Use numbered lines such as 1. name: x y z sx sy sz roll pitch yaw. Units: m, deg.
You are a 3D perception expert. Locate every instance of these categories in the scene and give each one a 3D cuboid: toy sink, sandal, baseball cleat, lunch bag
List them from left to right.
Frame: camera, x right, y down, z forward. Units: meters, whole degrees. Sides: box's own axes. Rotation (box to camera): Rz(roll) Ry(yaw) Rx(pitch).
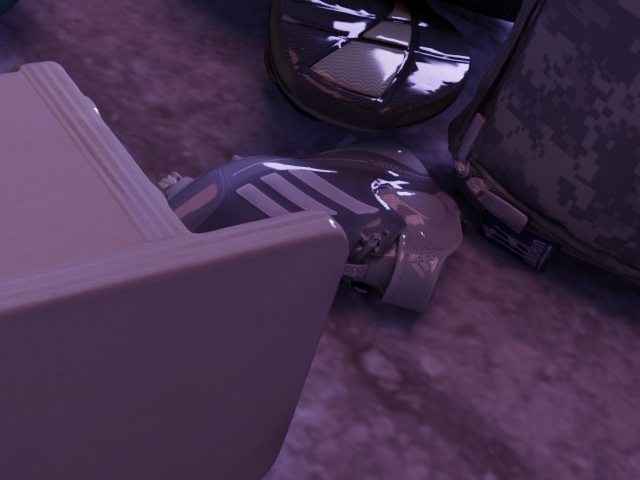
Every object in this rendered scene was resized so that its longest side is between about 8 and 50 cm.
1. toy sink: -0.131 0.032 0.471 0.234 0.153 0.131 -14 49 -34
2. baseball cleat: 0.000 0.000 0.629 0.205 0.072 0.109 -24 56 -40
3. sandal: 0.018 -0.119 0.778 0.120 0.086 0.303 23 21 -9
4. lunch bag: 0.235 -0.114 0.687 0.256 0.305 0.213 18 35 -7

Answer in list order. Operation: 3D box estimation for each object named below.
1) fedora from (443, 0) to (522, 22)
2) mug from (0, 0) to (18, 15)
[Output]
1. fedora: 0.062 -0.268 0.852 0.334 0.153 0.334 19 19 -7
2. mug: -0.236 -0.185 0.717 0.157 0.097 0.130 3 70 6
